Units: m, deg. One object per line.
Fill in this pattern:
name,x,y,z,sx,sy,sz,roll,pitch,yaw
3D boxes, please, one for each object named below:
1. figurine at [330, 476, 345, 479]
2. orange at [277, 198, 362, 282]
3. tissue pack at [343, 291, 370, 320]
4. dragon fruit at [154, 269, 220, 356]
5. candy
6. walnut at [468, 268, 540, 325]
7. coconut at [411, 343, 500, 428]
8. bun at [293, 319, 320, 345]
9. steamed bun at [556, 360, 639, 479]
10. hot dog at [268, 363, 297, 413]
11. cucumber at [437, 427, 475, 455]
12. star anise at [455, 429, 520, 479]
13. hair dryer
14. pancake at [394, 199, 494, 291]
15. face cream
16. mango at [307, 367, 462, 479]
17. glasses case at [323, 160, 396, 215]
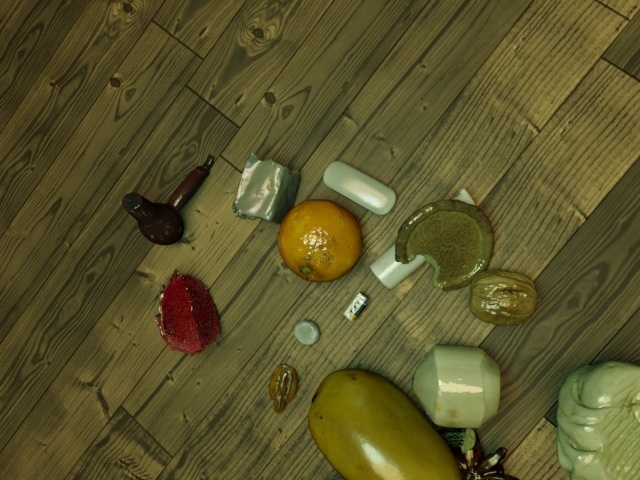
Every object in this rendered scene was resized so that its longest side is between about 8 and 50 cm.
figurine,0.064,0.850,1.417,0.378,0.266,0.361,-25,111,42
orange,0.000,0.000,1.416,0.246,0.246,0.246,-1,88,13
tissue pack,0.109,0.196,1.469,0.042,0.062,0.083,38,95,13
dragon fruit,-0.426,0.240,1.564,0.161,0.126,0.274,-27,73,20
candy,-0.160,-0.143,1.483,0.137,0.185,0.195,17,92,17
walnut,0.499,0.155,1.341,0.184,0.155,0.155,5,89,11
coconut,0.359,0.387,1.327,0.241,0.241,0.241,-1,88,13
bun,-0.040,0.280,1.507,0.083,0.045,0.083,-1,86,15
steamed bun,0.741,0.481,1.231,0.352,0.247,0.339,41,80,4
hot dog,-0.118,0.452,1.511,0.090,0.060,0.140,21,96,17
cucumber,0.315,0.570,1.378,0.241,0.074,0.074,-27,81,35
star anise,0.434,0.646,1.369,0.272,0.103,0.271,-8,77,39
hair dryer,-0.444,-0.157,1.523,0.123,0.312,0.340,29,74,12
pancake,0.344,0.020,1.360,0.286,0.033,0.288,-16,116,-4
face cream,0.300,-0.004,1.416,0.345,0.102,0.102,-41,80,9
mango,0.159,0.521,1.302,0.446,0.300,0.232,34,118,31
glasses case,0.117,-0.158,1.483,0.233,0.059,0.092,29,92,13
